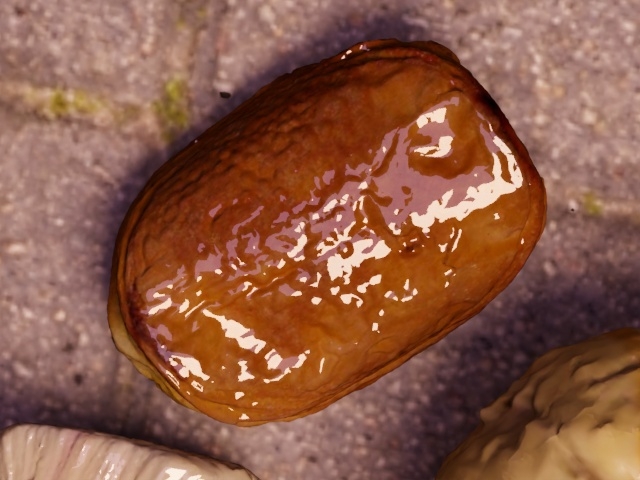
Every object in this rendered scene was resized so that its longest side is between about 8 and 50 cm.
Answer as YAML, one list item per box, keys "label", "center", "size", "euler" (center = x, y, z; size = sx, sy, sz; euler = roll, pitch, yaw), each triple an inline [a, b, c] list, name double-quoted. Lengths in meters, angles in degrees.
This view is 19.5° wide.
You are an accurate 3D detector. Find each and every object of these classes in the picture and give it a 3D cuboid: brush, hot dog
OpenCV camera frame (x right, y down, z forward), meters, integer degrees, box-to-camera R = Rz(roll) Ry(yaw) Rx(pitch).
- label: "brush"
  center: [-0.176, 0.196, 1.150]
  size: [0.267, 0.174, 0.166]
  euler: [8, 82, 13]
- label: "hot dog"
  center: [0.000, 0.000, 1.154]
  size: [0.272, 0.122, 0.196]
  euler: [-36, 94, 5]

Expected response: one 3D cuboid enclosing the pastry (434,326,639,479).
- label: "pastry"
  center: [0.221, 0.237, 1.089]
  size: [0.389, 0.312, 0.388]
  euler: [0, 90, 8]
